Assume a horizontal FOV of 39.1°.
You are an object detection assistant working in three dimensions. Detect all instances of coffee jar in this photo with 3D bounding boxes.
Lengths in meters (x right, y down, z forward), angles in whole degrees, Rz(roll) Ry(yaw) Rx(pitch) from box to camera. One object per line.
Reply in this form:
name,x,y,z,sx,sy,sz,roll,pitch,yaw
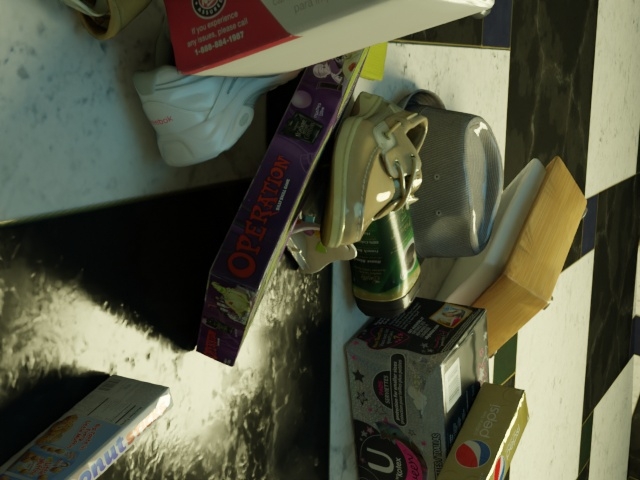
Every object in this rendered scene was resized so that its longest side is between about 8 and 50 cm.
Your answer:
coffee jar,0.075,0.003,1.130,0.096,0.079,0.184,-49,136,-49

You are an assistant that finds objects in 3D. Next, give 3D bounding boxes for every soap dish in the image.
soap dish,0.287,0.034,1.383,0.291,0.118,0.229,-56,179,-42

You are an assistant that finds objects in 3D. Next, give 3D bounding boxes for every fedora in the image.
fedora,0.175,-0.070,1.247,0.243,0.124,0.276,-21,114,-58

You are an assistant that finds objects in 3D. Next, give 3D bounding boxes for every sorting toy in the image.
sorting toy,0.000,0.000,0.998,0.045,0.075,0.083,-66,148,-27

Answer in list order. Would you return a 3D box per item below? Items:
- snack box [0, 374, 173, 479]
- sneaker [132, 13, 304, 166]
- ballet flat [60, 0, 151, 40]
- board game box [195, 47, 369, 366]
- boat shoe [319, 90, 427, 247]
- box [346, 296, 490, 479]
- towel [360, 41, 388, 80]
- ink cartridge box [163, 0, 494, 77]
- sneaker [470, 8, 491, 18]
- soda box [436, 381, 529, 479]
snack box,-0.193,0.164,0.698,0.178,0.064,0.022,-42,132,-50
sneaker,-0.084,-0.175,0.801,0.115,0.090,0.232,63,39,-34
ballet flat,-0.190,-0.223,0.611,0.073,0.080,0.232,-59,144,-13
board game box,-0.027,-0.067,0.864,0.208,0.056,0.347,104,8,-63
boat shoe,0.065,-0.081,0.988,0.302,0.098,0.109,-67,169,-61
box,0.136,0.224,1.226,0.163,0.142,0.247,-37,127,-50
towel,0.057,-0.318,1.093,0.102,0.021,0.237,0,97,-55
ink cartridge box,-0.020,-0.295,0.671,0.131,0.226,0.306,-15,94,-53
sneaker,0.252,-0.472,1.299,0.111,0.121,0.300,2,94,-61
soda box,0.211,0.269,1.159,0.181,0.061,0.058,-53,138,-39
